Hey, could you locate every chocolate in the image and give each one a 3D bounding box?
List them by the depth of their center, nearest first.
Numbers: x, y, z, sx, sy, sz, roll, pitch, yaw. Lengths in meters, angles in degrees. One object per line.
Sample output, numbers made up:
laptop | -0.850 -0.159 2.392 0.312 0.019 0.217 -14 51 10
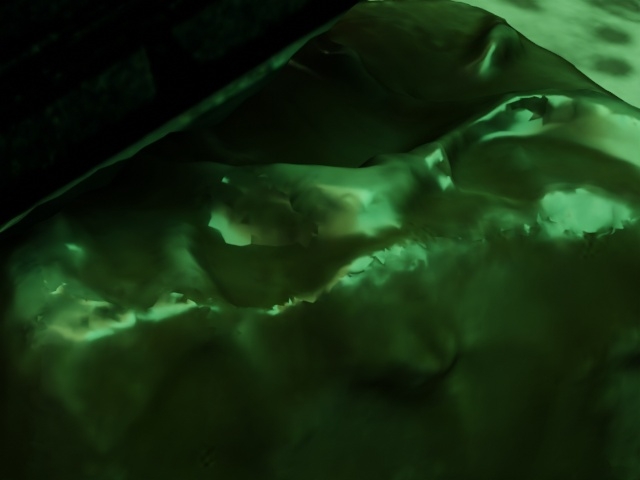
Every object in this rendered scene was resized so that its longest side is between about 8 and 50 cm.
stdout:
chocolate | 0.000 0.000 0.461 0.214 0.093 0.148 -11 41 -30

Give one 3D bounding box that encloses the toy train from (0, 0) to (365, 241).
toy train | -0.095 -0.043 0.359 0.409 0.086 0.089 -33 48 -13
